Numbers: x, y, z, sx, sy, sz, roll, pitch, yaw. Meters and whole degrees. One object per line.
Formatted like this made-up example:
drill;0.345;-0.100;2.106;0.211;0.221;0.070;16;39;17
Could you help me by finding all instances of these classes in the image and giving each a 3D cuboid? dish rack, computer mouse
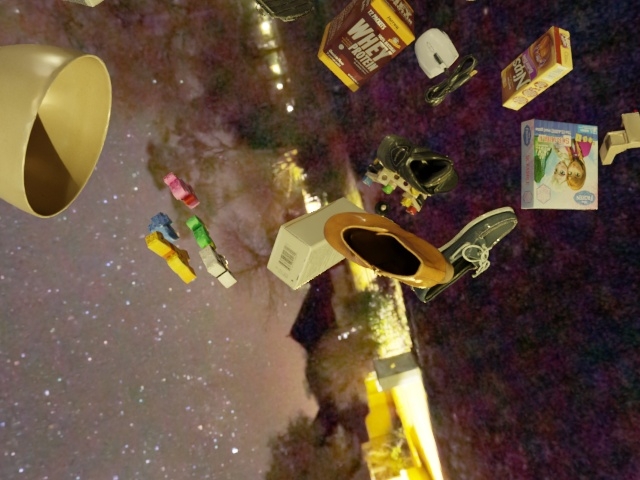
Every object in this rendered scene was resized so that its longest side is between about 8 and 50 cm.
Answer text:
dish rack;-0.123;-0.549;0.960;0.271;0.074;0.208;44;-138;-5
computer mouse;0.211;-0.335;0.903;0.042;0.106;0.193;31;-147;-39

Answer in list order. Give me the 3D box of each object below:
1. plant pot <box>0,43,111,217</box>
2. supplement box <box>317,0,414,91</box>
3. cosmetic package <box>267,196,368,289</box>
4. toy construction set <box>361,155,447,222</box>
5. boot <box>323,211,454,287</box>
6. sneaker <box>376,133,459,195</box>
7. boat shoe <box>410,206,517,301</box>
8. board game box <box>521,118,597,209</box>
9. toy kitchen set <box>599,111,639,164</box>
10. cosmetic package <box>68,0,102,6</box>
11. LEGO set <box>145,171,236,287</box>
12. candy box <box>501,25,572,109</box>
plant pot;-0.506;-0.202;0.823;0.284;0.190;0.284;-161;90;-84
supplement box;0.114;-0.510;1.209;0.129;0.194;0.191;38;-142;-25
cosmetic package;0.000;0.000;1.431;0.113;0.309;0.160;36;125;19
toy construction set;0.313;-0.231;1.755;0.258;0.308;0.237;59;175;8
boot;0.081;-0.002;0.858;0.211;0.295;0.104;18;-85;-57
sneaker;0.221;-0.126;0.967;0.227;0.087;0.130;21;-161;-44
boat shoe;0.291;0.030;0.988;0.095;0.254;0.079;50;-171;-49
board game box;0.887;-0.273;1.824;0.066;0.318;0.318;-178;87;-69
toy kitchen set;0.610;-0.204;0.985;0.075;0.083;0.068;52;-144;-63
cosmetic package;-0.375;-0.539;0.880;0.238;0.107;0.127;-52;-31;-28
LEGO set;-0.229;-0.013;0.781;0.227;0.087;0.093;56;-177;33
candy box;0.530;-0.421;1.224;0.186;0.053;0.109;137;141;-65
